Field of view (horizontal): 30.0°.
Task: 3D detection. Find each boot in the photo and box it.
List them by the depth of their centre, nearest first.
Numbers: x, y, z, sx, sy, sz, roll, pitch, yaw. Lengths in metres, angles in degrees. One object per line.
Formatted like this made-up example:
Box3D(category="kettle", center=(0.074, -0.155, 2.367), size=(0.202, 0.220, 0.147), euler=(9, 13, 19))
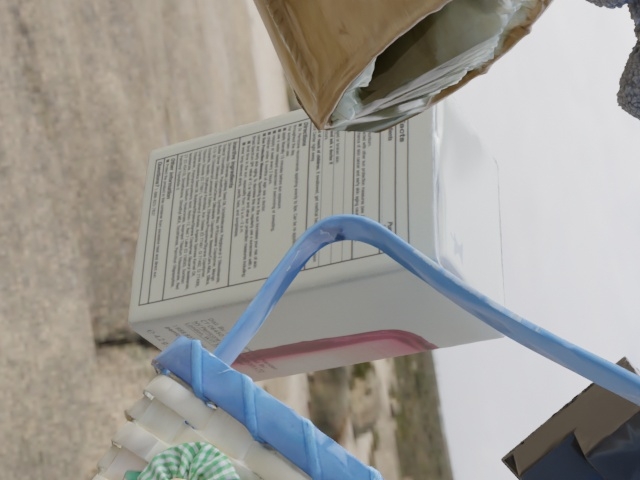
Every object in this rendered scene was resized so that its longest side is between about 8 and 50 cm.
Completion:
Box3D(category="boot", center=(-0.035, -0.158, 0.420), size=(0.236, 0.089, 0.270), euler=(129, -62, -75))

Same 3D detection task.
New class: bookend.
Box3D(category="bookend", center=(0.249, 0.196, 1.064), size=(0.072, 0.156, 0.157), euler=(48, 8, -4))

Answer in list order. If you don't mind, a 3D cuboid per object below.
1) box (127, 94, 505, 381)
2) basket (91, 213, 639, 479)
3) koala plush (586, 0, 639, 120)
Box3D(category="box", center=(0.000, 0.000, 0.835), size=(0.127, 0.232, 0.149), euler=(45, 40, -50))
Box3D(category="basket", center=(0.022, 0.141, 0.605), size=(0.289, 0.254, 0.201), euler=(-48, 151, -25))
Box3D(category="koala plush", center=(0.357, -0.190, 0.942), size=(0.221, 0.203, 0.196), euler=(35, -17, 51))
